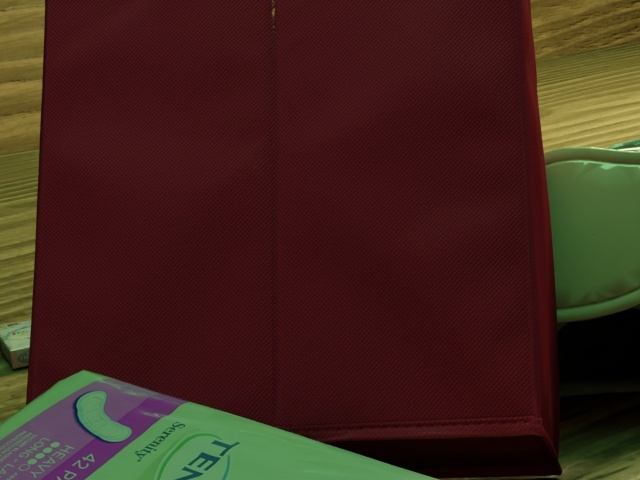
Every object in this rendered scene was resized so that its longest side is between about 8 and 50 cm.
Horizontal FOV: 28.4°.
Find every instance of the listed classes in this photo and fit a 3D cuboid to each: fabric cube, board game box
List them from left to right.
[{"bbox_3d":[-0.248,0.090,1.167,0.090,0.020,0.090,-11,13,-21],"label":"board game box"},{"bbox_3d":[0.000,0.000,0.722,0.259,0.258,0.254,-3,-14,11],"label":"fabric cube"}]

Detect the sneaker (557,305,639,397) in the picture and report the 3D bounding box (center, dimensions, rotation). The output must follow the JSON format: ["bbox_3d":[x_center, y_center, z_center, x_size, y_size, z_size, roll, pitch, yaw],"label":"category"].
[{"bbox_3d":[0.271,0.059,0.914,0.319,0.112,0.131,-12,29,-6],"label":"sneaker"}]

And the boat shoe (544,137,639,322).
[{"bbox_3d":[0.229,-0.018,0.846,0.320,0.116,0.099,-22,-15,17],"label":"boat shoe"}]

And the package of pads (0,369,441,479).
[{"bbox_3d":[-0.044,0.162,0.445,0.297,0.101,0.229,13,30,30],"label":"package of pads"}]
